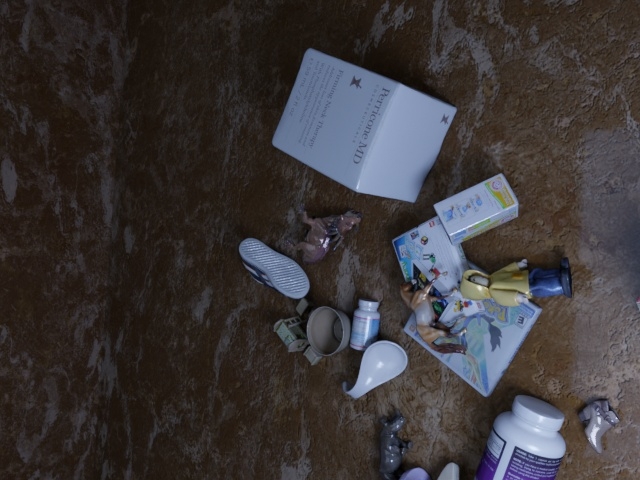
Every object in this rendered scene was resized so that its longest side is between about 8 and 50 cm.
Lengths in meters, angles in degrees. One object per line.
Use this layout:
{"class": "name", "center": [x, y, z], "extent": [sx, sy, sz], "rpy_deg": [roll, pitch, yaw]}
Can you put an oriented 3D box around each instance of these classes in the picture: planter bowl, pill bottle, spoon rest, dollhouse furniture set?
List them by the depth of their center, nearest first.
{"class": "pill bottle", "center": [0.511, 0.573, 1.542], "extent": [0.182, 0.182, 0.322], "rpy_deg": [25, 103, 40]}
{"class": "spoon rest", "center": [0.166, 0.420, 1.913], "extent": [0.137, 0.084, 0.276], "rpy_deg": [34, 121, -8]}
{"class": "pill bottle", "center": [0.148, 0.274, 1.953], "extent": [0.087, 0.087, 0.160], "rpy_deg": [9, 92, 42]}
{"class": "planter bowl", "center": [0.049, 0.302, 2.023], "extent": [0.162, 0.109, 0.161], "rpy_deg": [-3, 85, 41]}
{"class": "dollhouse furniture set", "center": [-0.057, 0.323, 2.120], "extent": [0.182, 0.101, 0.160], "rpy_deg": [48, 117, 33]}

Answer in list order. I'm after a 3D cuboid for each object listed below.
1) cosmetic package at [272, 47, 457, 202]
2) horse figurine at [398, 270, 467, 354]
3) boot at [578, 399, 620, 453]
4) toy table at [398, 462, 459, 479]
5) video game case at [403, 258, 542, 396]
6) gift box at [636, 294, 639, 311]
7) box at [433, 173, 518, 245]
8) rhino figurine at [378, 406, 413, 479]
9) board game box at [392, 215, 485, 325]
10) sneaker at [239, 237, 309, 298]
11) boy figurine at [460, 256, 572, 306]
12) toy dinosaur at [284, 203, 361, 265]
{"class": "cosmetic package", "center": [0.132, -0.353, 1.858], "extent": [0.394, 0.328, 0.329], "rpy_deg": [33, 108, 37]}
{"class": "horse figurine", "center": [0.321, 0.211, 1.699], "extent": [0.175, 0.066, 0.263], "rpy_deg": [-28, 66, 30]}
{"class": "boot", "center": [0.697, 0.456, 1.480], "extent": [0.087, 0.042, 0.118], "rpy_deg": [-35, 65, 32]}
{"class": "toy table", "center": [0.318, 0.767, 1.674], "extent": [0.161, 0.252, 0.274], "rpy_deg": [-34, 44, 40]}
{"class": "video game case", "center": [0.428, 0.232, 1.741], "extent": [0.329, 0.036, 0.299], "rpy_deg": [38, 111, 37]}
{"class": "gift box", "center": [0.849, 0.118, 1.238], "extent": [0.276, 0.258, 0.255], "rpy_deg": [-51, 52, 3]}
{"class": "box", "center": [0.434, -0.083, 1.662], "extent": [0.203, 0.114, 0.103], "rpy_deg": [-26, 68, 10]}
{"class": "rhino figurine", "center": [0.227, 0.642, 1.862], "extent": [0.106, 0.073, 0.243], "rpy_deg": [-5, 82, 38]}
{"class": "board game box", "center": [0.342, 0.098, 1.770], "extent": [0.193, 0.053, 0.305], "rpy_deg": [-30, 67, 35]}
{"class": "sneaker", "center": [-0.165, 0.118, 2.228], "extent": [0.321, 0.126, 0.127], "rpy_deg": [38, 156, 23]}
{"class": "boy figurine", "center": [0.516, 0.108, 1.594], "extent": [0.285, 0.177, 0.092], "rpy_deg": [-6, 122, 28]}
{"class": "toy dinosaur", "center": [0.000, 0.000, 2.090], "extent": [0.200, 0.127, 0.295], "rpy_deg": [40, 118, 29]}
